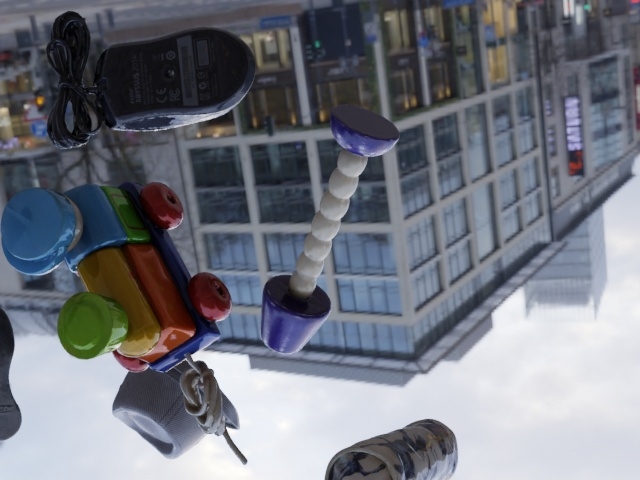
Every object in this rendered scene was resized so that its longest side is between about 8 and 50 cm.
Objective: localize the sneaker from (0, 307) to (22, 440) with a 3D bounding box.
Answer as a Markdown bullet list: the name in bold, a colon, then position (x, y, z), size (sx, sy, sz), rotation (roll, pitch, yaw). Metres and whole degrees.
- **sneaker**: position (-0.636, 0.233, 1.548), size (0.145, 0.270, 0.090), rotation (16, -153, 34)

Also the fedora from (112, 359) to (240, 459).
- **fedora**: position (-0.261, 0.278, 1.396), size (0.124, 0.244, 0.275), rotation (-52, -164, -23)

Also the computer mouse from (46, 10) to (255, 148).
- **computer mouse**: position (-0.216, -0.211, 1.098), size (0.272, 0.188, 0.072), rotation (-3, 169, 4)

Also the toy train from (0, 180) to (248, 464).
- **toy train**: position (-0.137, 0.068, 0.629), size (0.105, 0.248, 0.143), rotation (-33, 167, 16)

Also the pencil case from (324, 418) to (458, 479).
- **pencil case**: position (0.153, 0.484, 1.757), size (0.183, 0.160, 0.410), rotation (-48, 158, 16)

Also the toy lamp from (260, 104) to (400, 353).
- **toy lamp**: position (0.000, 0.000, 0.860), size (0.080, 0.274, 0.080), rotation (16, -150, -9)
